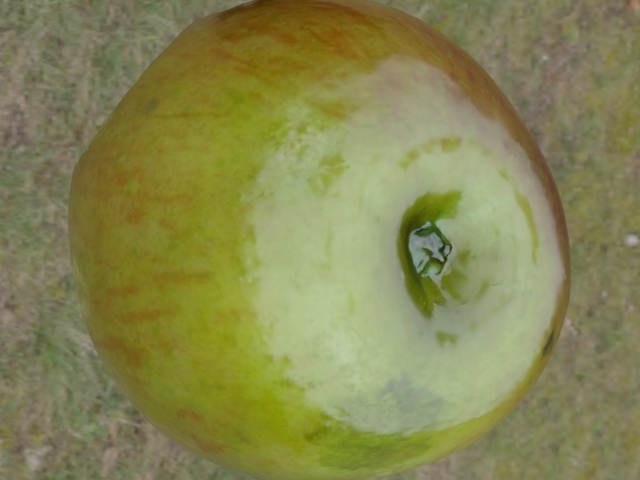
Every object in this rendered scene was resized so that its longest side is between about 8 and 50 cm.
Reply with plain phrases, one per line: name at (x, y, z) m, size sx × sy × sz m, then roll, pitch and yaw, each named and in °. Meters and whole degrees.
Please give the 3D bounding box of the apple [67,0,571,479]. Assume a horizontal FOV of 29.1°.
apple at (0.000, 0.000, 0.838) m, size 0.339 × 0.339 × 0.340 m, roll -6°, pitch 99°, yaw -44°
